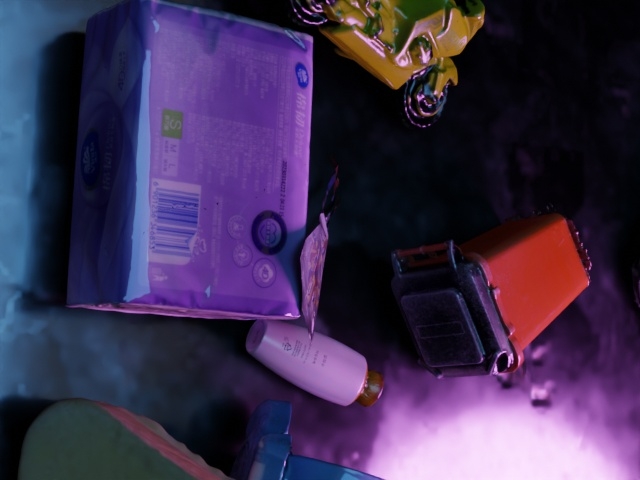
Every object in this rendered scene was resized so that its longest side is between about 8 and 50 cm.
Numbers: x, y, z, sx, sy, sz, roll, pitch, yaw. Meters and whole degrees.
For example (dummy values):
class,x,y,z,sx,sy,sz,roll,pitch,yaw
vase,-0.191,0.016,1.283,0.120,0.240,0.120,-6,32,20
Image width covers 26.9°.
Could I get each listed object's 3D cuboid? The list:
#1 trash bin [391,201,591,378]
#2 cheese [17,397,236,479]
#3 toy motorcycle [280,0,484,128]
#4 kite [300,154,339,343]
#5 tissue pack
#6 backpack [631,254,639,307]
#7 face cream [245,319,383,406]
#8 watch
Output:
class,x,y,z,sx,sy,sz,roll,pitch,yaw
trash bin,0.221,0.050,1.722,0.238,0.161,0.185,-32,103,-38
cheese,-0.195,0.325,1.378,0.383,0.104,0.384,-1,82,9
toy motorcycle,0.088,-0.293,1.654,0.342,0.142,0.206,36,73,-43
kite,0.002,0.000,1.570,0.245,0.015,0.141,-78,170,-48
tissue pack,-0.144,-0.084,1.489,0.242,0.160,0.339,9,80,-37
backpack,0.557,0.017,1.955,0.258,0.133,0.206,-39,115,-23
face cream,-0.006,0.149,1.620,0.182,0.051,0.072,27,71,-27
watch,-0.008,0.300,1.524,0.193,0.211,0.211,18,76,-11
